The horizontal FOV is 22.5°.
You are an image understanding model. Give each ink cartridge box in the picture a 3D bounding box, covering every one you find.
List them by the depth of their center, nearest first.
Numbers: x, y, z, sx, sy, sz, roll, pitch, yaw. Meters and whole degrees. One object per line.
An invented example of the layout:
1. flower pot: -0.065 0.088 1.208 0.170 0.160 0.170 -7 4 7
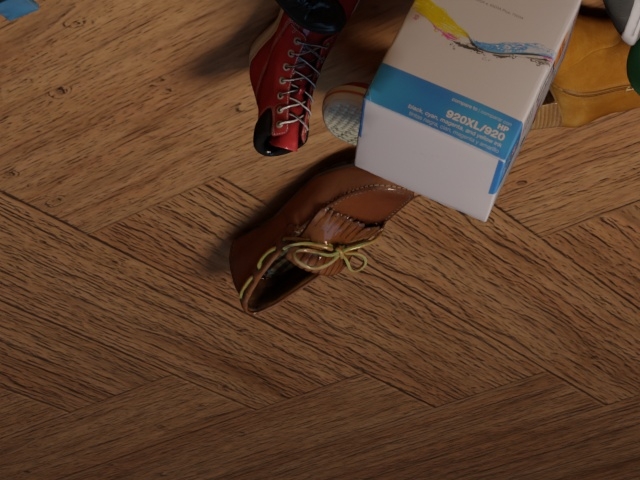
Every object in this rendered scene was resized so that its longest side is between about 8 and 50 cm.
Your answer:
1. ink cartridge box: 0.163 -0.178 1.778 0.168 0.232 0.171 24 159 8

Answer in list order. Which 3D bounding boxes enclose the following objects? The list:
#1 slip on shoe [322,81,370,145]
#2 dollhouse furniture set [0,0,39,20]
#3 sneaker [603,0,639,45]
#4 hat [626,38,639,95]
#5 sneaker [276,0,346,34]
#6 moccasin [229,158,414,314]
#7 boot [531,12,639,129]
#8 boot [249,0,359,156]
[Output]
1. slip on shoe: 0.098 -0.164 2.002 0.123 0.101 0.331 5 179 28
2. dollhouse furniture set: -0.401 -0.269 1.754 0.184 0.129 0.129 -17 150 23
3. sneaker: 0.326 -0.321 1.816 0.147 0.104 0.296 34 176 16
4. hat: 0.499 -0.198 1.957 0.208 0.173 0.183 -39 136 6
5. sneaker: -0.041 -0.297 1.784 0.170 0.051 0.089 39 171 4
6. moccasin: -0.002 -0.001 2.319 0.139 0.147 0.380 20 143 -39
7. boot: 0.332 -0.254 1.978 0.211 0.104 0.295 -15 144 -11
8. boot: -0.015 -0.206 1.895 0.088 0.176 0.244 12 146 -21
